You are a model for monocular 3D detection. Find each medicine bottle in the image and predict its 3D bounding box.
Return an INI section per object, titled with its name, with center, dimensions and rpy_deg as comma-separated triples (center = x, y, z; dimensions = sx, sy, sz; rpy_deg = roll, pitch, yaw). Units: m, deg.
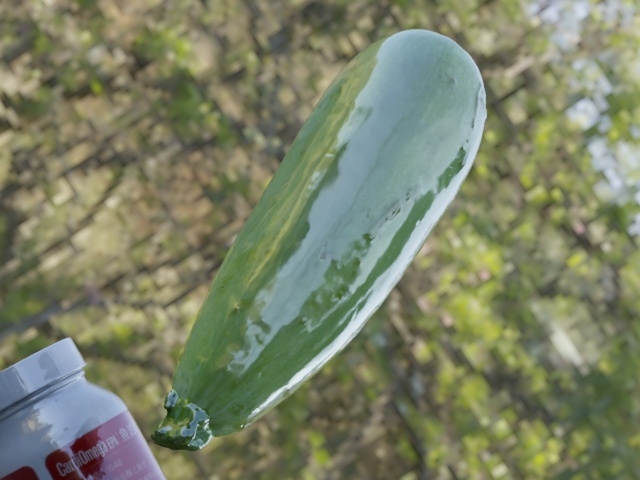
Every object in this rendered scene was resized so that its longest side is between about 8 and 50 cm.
[medicine bottle]
center = -0.177, 0.207, 1.518
dimensions = 0.250, 0.131, 0.131
rpy_deg = 61, -6, 1

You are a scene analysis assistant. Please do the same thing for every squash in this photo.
[squash]
center = 0.005, 0.004, 1.370
dimensions = 0.118, 0.370, 0.118
rpy_deg = 25, -26, 13
